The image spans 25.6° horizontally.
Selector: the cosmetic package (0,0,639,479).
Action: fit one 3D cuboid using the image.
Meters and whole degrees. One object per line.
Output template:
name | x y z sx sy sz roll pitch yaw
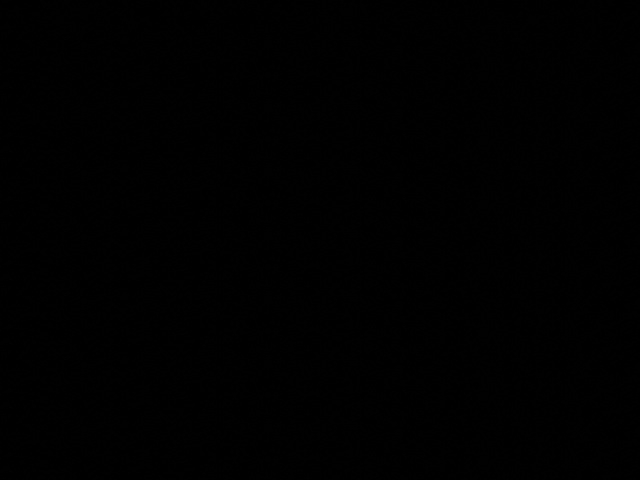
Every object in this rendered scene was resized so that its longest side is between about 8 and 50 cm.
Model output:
cosmetic package | -0.002 0.023 0.153 0.393 0.329 0.327 -51 163 22
